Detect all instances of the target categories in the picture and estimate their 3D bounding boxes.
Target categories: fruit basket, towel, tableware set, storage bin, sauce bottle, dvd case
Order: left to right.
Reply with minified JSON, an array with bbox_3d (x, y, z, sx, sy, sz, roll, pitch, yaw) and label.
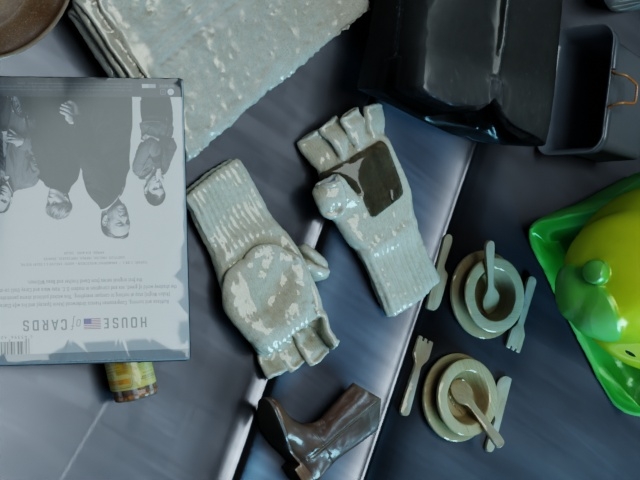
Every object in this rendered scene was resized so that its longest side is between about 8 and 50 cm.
[{"bbox_3d":[-0.199,-0.017,1.537,0.179,0.029,0.239,-1,87,-17],"label":"dvd case"},{"bbox_3d":[-0.172,0.073,1.576,0.042,0.042,0.128,-16,93,-35],"label":"sauce bottle"},{"bbox_3d":[-0.087,-0.214,1.656,0.282,0.049,0.187,-42,111,-31],"label":"towel"},{"bbox_3d":[0.156,0.102,1.807,0.128,0.039,0.194,25,72,-31],"label":"tableware set"},{"bbox_3d":[0.292,-0.144,1.896,0.091,0.098,0.135,17,76,-44],"label":"storage bin"},{"bbox_3d":[0.369,0.045,1.762,0.392,0.392,0.283,-39,108,-31],"label":"fruit basket"}]

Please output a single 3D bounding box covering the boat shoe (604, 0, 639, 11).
[{"bbox_3d":[0.367,-0.299,1.975,0.226,0.083,0.076,-18,85,-46],"label":"boat shoe"}]

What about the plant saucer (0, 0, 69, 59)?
[{"bbox_3d":[-0.295,-0.243,1.517,0.198,0.036,0.199,3,84,-36],"label":"plant saucer"}]

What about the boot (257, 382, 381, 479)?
[{"bbox_3d":[0.002,0.157,1.694,0.114,0.037,0.106,-38,121,-28],"label":"boot"}]

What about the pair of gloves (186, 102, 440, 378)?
[{"bbox_3d":[0.000,0.000,1.703,0.240,0.042,0.204,-27,102,-33],"label":"pair of gloves"}]

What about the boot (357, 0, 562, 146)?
[{"bbox_3d":[0.230,-0.305,1.820,0.367,0.146,0.445,14,75,-27],"label":"boot"}]
